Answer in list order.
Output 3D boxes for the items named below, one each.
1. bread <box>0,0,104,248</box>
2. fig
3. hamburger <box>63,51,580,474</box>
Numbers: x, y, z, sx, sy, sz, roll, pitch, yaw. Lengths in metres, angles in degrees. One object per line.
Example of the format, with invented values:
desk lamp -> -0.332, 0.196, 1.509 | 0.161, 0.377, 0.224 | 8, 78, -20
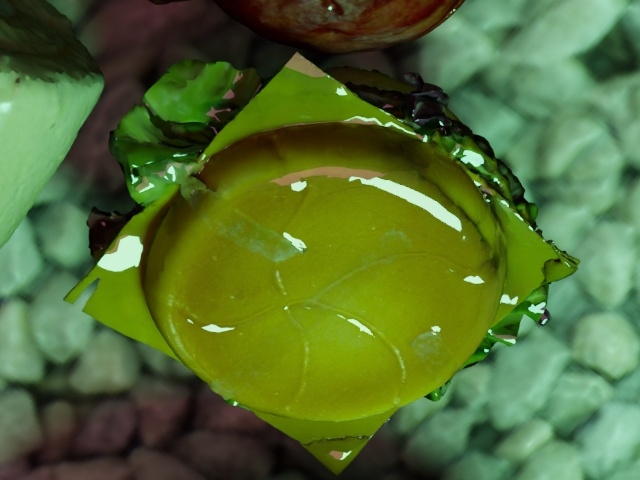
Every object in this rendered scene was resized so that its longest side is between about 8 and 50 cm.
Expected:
bread -> -0.170, -0.042, 0.618 | 0.148, 0.134, 0.141 | 23, 107, -42
fig -> -0.011, -0.131, 0.618 | 0.150, 0.128, 0.128 | 6, 111, 7
hamburger -> -0.001, -0.003, 0.666 | 0.164, 0.093, 0.189 | -33, 124, 19
